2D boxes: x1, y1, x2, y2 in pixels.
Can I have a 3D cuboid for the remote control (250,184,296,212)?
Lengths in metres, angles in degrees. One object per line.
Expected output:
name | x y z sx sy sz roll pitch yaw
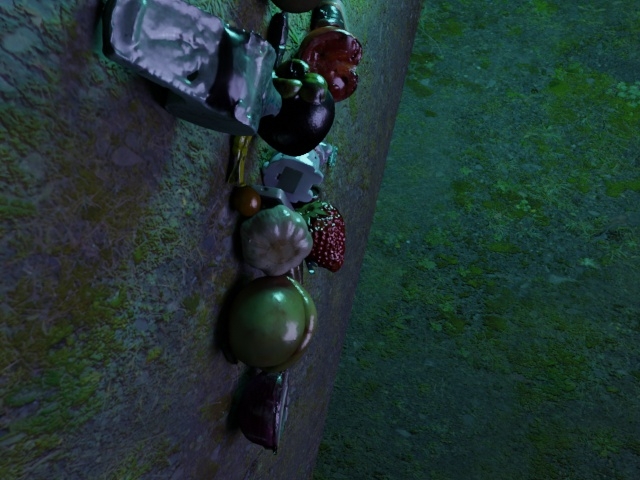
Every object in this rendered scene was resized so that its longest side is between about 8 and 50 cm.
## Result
remote control | -0.134 -0.100 1.703 0.250 0.103 0.034 64 38 -69

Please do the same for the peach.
peach | -0.147 0.242 1.685 0.292 0.248 0.292 26 59 -56

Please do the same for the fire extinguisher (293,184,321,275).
fire extinguisher | -0.041 -0.027 2.067 0.102 0.138 0.343 -16 129 -22

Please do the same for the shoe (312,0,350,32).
shoe | 0.038 -0.649 1.863 0.291 0.114 0.137 73 27 -58

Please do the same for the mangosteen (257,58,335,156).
mangosteen | -0.074 -0.350 1.495 0.243 0.243 0.242 13 90 -76

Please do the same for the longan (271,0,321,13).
longan | -0.056 -0.658 1.406 0.189 0.189 0.189 13 90 -76

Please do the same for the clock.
clock | -0.063 -0.263 1.746 0.188 0.189 0.253 86 16 -48

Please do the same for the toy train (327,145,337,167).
toy train | 0.048 -0.345 2.341 0.045 0.029 0.092 -9 113 -66

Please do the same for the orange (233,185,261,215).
orange | -0.197 -0.106 1.521 0.085 0.085 0.084 13 90 -76

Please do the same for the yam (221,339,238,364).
yam | -0.275 0.332 1.694 0.027 0.033 0.129 -41 146 -21

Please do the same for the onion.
onion | -0.189 0.521 1.928 0.267 0.159 0.348 78 19 -83

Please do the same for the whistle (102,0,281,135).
whistle | -0.211 -0.318 1.048 0.405 0.188 0.168 22 81 -75

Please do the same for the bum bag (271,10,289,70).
bum bag | -0.116 -0.528 1.525 0.087 0.049 0.197 -145 -114 -79

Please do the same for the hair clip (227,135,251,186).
hair clip | -0.200 -0.227 1.453 0.072 0.046 0.173 -59 160 -76

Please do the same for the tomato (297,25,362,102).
tomato | 0.019 -0.554 1.763 0.139 0.201 0.232 -112 -151 -51

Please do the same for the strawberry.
strawberry | 0.000 0.000 1.901 0.244 0.205 0.205 65 31 -23

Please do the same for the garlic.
garlic | -0.145 -0.023 1.659 0.212 0.219 0.218 -122 -150 -53

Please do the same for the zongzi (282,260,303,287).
zongzi | -0.125 0.105 1.900 0.197 0.099 0.194 -4 90 -71
